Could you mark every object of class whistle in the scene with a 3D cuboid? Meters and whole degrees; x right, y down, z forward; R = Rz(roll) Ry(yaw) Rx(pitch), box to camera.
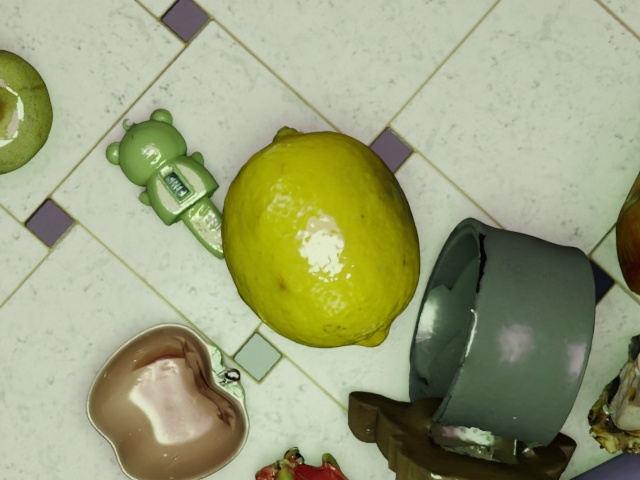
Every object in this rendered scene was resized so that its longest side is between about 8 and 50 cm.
[{"bbox_3d":[-0.188,-0.073,1.668,0.105,0.085,0.227,-39,89,-4],"label":"whistle"}]

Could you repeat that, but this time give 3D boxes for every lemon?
[{"bbox_3d":[0.001,0.002,1.597,0.260,0.260,0.284,-20,111,-4],"label":"lemon"}]

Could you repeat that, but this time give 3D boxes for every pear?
[{"bbox_3d":[-0.429,-0.166,1.632,0.167,0.136,0.167,0,88,-7],"label":"pear"}]

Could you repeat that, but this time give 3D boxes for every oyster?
[{"bbox_3d":[0.400,0.201,1.598,0.078,0.345,0.129,-30,86,33],"label":"oyster"}]

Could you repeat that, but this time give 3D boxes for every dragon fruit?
[{"bbox_3d":[-0.004,0.357,1.632,0.160,0.166,0.172,-16,102,34],"label":"dragon fruit"}]

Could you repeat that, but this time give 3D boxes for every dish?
[{"bbox_3d":[-0.193,0.214,1.654,0.213,0.090,0.213,0,89,-1],"label":"dish"}]

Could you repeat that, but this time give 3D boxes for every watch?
[{"bbox_3d":[0.221,0.150,1.559,0.314,0.335,0.327,13,99,-7],"label":"watch"}]

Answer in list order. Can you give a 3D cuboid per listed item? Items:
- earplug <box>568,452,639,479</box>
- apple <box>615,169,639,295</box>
[{"bbox_3d":[0.500,0.330,1.641,0.455,0.215,0.215,-22,89,-1],"label":"earplug"},{"bbox_3d":[0.561,-0.026,1.568,0.374,0.384,0.374,11,126,15],"label":"apple"}]
